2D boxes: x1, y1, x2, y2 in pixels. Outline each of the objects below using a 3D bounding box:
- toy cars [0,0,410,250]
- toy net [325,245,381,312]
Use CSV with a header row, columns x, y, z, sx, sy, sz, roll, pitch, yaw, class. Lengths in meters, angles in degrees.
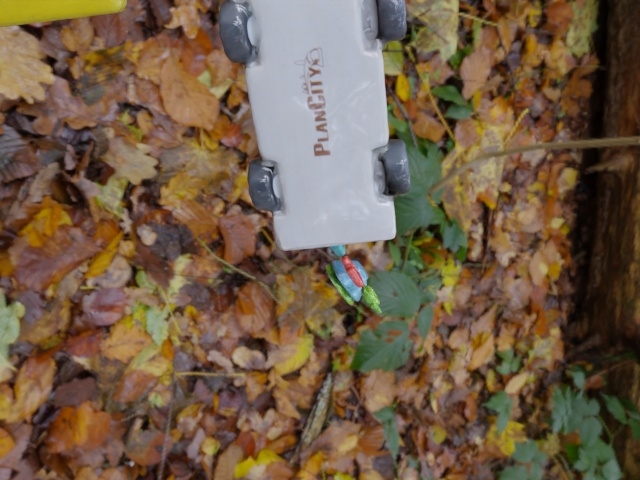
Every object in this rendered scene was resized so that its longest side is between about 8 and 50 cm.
x,y,z,sx,sy,sz,roll,pitch,yaw,class
-0.077,-0.155,0.336,0.393,0.176,0.087,39,24,-18,toy cars
0.000,0.000,0.771,0.045,0.122,0.232,-33,111,8,toy net
